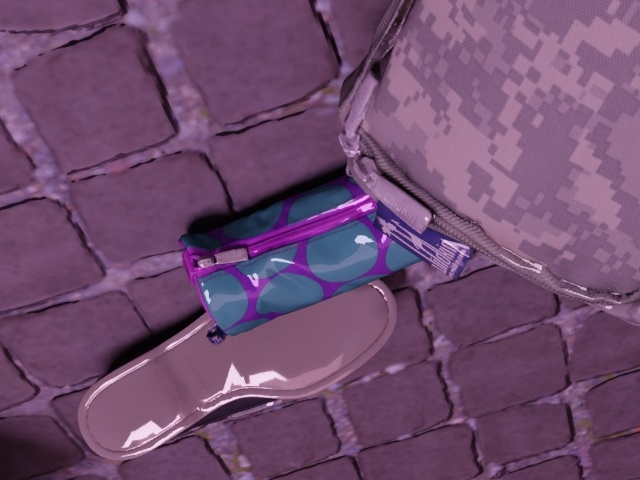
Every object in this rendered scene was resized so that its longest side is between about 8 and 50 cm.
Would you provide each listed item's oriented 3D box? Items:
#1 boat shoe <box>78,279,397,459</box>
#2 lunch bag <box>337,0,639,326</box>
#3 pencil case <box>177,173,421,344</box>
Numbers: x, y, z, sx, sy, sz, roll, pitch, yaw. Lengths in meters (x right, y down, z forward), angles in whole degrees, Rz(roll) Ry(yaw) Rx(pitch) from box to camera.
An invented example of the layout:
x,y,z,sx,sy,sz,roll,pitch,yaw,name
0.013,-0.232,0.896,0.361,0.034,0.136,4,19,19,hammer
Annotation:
x,y,z,sx,sy,sz,roll,pitch,yaw,name
-0.050,0.071,0.695,0.206,0.075,0.065,-25,179,4,boat shoe
0.167,-0.111,0.449,0.255,0.213,0.305,18,130,-7,lunch bag
0.000,0.000,0.613,0.151,0.065,0.070,-23,161,9,pencil case
